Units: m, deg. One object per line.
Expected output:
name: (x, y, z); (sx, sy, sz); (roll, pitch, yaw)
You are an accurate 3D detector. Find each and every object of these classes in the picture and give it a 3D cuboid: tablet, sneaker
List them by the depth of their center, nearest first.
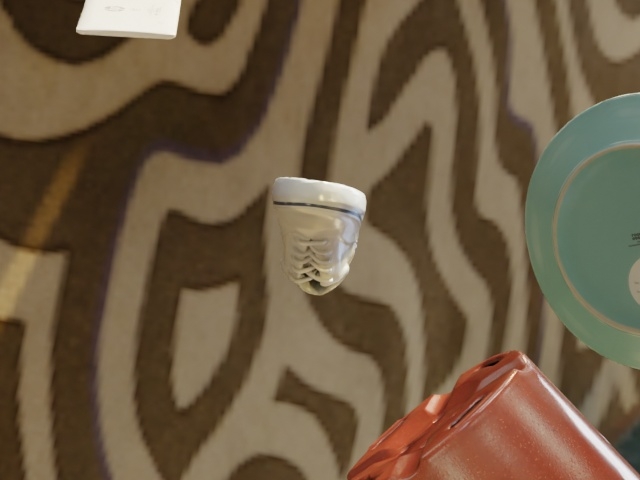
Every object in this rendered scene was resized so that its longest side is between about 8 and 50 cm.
tablet: (-0.107, -0.127, 1.005); (0.083, 0.054, 0.006); (-96, -171, -69)
sneaker: (0.000, 0.000, 1.830); (0.258, 0.094, 0.091); (59, 38, -75)

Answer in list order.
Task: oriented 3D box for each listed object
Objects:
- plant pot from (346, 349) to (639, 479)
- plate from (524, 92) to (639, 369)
plant pot: (0.170, 0.255, 1.513); (0.265, 0.272, 0.272); (51, 42, -3)
plate: (0.213, -0.002, 1.168); (0.024, 0.188, 0.188); (-18, 113, -55)
